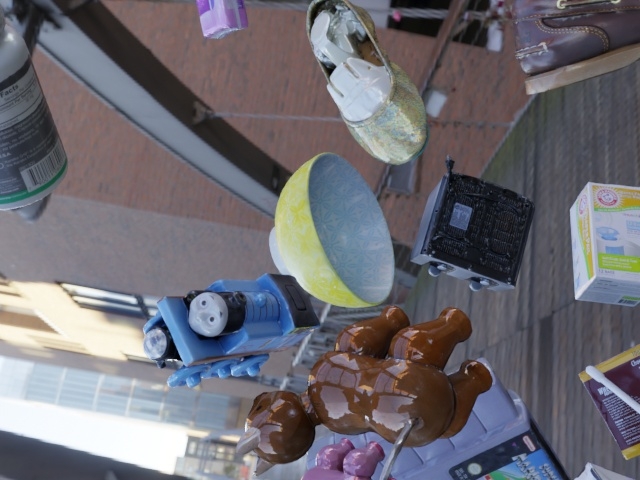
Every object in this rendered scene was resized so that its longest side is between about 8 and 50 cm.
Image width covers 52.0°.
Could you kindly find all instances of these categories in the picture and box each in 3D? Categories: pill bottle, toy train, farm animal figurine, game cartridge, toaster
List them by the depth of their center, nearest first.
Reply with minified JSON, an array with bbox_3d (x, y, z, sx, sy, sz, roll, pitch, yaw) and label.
[{"bbox_3d":[0.058,0.222,0.347,0.172,0.327,0.330,-32,-48,-33],"label":"farm animal figurine"},{"bbox_3d":[-0.082,0.080,0.618,0.080,0.105,0.184,59,-160,19],"label":"toy train"},{"bbox_3d":[0.172,0.308,0.744,0.355,0.230,0.068,54,-163,-25],"label":"game cartridge"},{"bbox_3d":[0.254,-0.019,1.106,0.110,0.168,0.186,119,169,-75],"label":"toaster"},{"bbox_3d":[-0.583,-0.246,1.123,0.204,0.204,0.361,-83,-6,-45],"label":"pill bottle"}]

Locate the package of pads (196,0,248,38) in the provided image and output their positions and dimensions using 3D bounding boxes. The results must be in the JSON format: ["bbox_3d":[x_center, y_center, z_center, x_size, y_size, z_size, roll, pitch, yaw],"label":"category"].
[{"bbox_3d":[-0.101,-0.245,0.646,0.050,0.032,0.083,0,105,49],"label":"package of pads"}]

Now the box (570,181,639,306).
[{"bbox_3d":[0.539,0.006,1.216,0.103,0.114,0.203,91,-173,-62],"label":"box"}]

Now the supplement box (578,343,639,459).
[{"bbox_3d":[0.697,0.330,1.394,0.191,0.129,0.194,-36,63,24],"label":"supplement box"}]

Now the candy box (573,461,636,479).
[{"bbox_3d":[0.415,0.445,0.975,0.196,0.165,0.070,-59,21,16],"label":"candy box"}]

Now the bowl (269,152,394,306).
[{"bbox_3d":[0.000,0.000,1.215,0.289,0.156,0.289,38,-139,-43],"label":"bowl"}]

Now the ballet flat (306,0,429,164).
[{"bbox_3d":[0.051,-0.250,0.969,0.123,0.123,0.348,104,155,-47],"label":"ballet flat"}]

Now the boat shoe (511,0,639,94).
[{"bbox_3d":[0.235,-0.162,0.457,0.073,0.207,0.073,-145,40,-81],"label":"boat shoe"}]

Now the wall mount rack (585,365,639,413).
[{"bbox_3d":[0.660,0.241,1.136,0.350,0.304,0.130,-62,-13,16],"label":"wall mount rack"}]
